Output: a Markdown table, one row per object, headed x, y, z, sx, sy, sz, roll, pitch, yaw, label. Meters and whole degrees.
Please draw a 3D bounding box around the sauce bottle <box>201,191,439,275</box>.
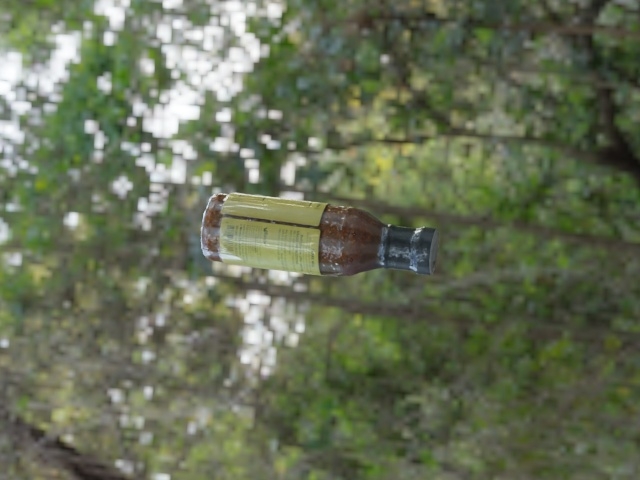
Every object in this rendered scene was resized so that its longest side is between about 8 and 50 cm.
| x | y | z | sx | sy | sz | roll | pitch | yaw | label |
| --- | --- | --- | --- | --- | --- | --- | --- | --- | --- |
| 0.000 | 0.000 | 0.922 | 0.042 | 0.128 | 0.042 | 9 | -90 | -77 | sauce bottle |
